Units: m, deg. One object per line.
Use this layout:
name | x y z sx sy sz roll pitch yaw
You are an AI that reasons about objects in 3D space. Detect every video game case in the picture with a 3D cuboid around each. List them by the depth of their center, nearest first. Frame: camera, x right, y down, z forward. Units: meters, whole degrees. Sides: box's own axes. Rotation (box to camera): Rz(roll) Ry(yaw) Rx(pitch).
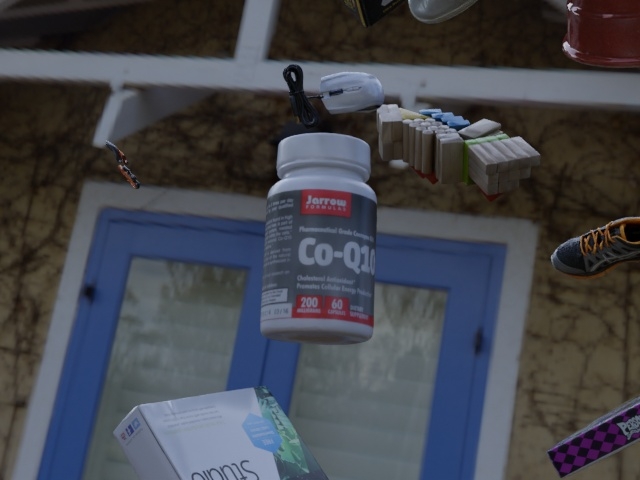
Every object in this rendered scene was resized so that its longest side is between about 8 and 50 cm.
video game case | 0.400 0.192 1.199 0.232 0.042 0.210 -37 -16 29

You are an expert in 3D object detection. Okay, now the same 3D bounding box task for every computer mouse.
computer mouse | 0.034 -0.245 1.683 0.193 0.106 0.042 -12 -5 -32

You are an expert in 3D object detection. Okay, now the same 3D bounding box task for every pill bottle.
pill bottle | 0.000 0.000 1.462 0.161 0.283 0.161 2 -12 0

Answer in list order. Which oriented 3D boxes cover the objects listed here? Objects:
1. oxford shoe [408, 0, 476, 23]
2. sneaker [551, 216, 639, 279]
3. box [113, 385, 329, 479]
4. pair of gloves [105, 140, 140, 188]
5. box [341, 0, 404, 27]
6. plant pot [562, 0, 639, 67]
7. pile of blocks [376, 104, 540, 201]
oxford shoe | 0.304 -0.590 1.959 0.130 0.169 0.449 -5 -26 -42
sneaker | 0.493 0.003 1.731 0.214 0.084 0.083 -16 -37 23
box | -0.059 0.310 1.128 0.058 0.322 0.232 -46 -25 24
pair of gloves | -0.318 -0.121 1.642 0.074 0.010 0.083 38 -24 47
box | 0.149 -0.493 1.479 0.079 0.322 0.257 50 -7 26
plant pot | 0.452 -0.411 1.401 0.272 0.272 0.265 2 -60 30
pile of blocks | 0.248 -0.159 1.909 0.149 0.113 0.362 -25 38 -34
